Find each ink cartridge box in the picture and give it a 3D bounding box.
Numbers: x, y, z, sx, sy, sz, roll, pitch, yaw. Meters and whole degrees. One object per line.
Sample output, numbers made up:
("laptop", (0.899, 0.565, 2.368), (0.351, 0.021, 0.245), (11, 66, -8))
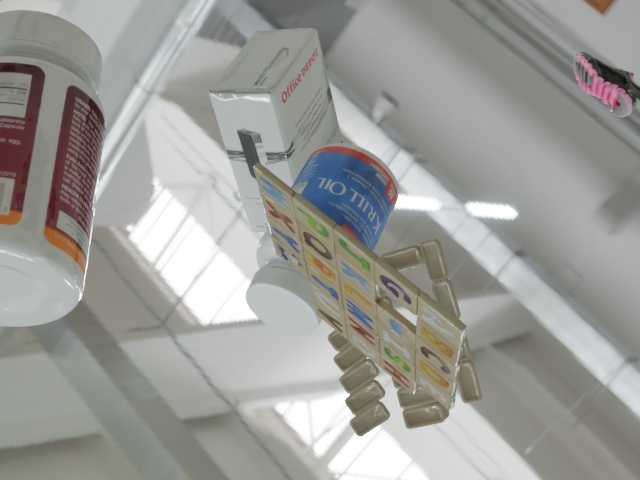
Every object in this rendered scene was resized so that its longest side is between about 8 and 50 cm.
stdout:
("ink cartridge box", (-0.059, -0.174, 1.674), (0.114, 0.272, 0.197), (4, -140, 22))

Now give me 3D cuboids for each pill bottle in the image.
("pill bottle", (-0.409, -0.103, 1.411), (0.224, 0.224, 0.392), (23, -129, -32))
("pill bottle", (0.000, 0.000, 1.237), (0.124, 0.124, 0.221), (34, -125, -9))

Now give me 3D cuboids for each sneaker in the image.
("sneaker", (0.393, -0.217, 1.420), (0.119, 0.057, 0.047), (52, 161, 29))

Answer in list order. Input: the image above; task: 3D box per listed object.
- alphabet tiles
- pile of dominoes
("alphabet tiles", (0.032, 0.051, 0.845), (0.198, 0.009, 0.237), (38, 163, 19))
("pile of dominoes", (0.111, 0.141, 1.492), (0.040, 0.196, 0.251), (-8, -97, -74))
